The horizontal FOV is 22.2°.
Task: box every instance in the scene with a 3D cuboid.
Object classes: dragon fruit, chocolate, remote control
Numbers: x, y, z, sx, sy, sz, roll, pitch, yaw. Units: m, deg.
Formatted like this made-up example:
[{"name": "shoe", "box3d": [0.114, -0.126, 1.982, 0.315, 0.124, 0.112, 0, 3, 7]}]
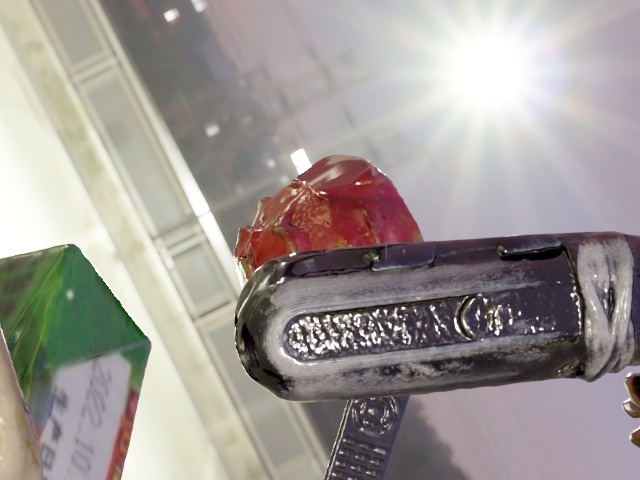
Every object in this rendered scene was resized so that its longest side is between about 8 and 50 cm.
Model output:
[{"name": "dragon fruit", "box3d": [0.000, 0.000, 1.696, 0.163, 0.189, 0.262, 14, 4, -31]}, {"name": "chocolate", "box3d": [-0.333, 0.202, 1.388, 0.161, 0.360, 0.341, 39, 50, -43]}, {"name": "remote control", "box3d": [0.083, 0.043, 0.910, 0.066, 0.266, 0.090, -91, 176, -78]}, {"name": "remote control", "box3d": [0.040, 0.187, 1.532, 0.063, 0.245, 0.025, 22, -7, -26]}]

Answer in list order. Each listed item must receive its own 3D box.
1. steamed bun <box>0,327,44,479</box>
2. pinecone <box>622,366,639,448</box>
[{"name": "steamed bun", "box3d": [-0.259, 0.111, 0.950, 0.172, 0.155, 0.141, 63, -27, 23]}, {"name": "pinecone", "box3d": [0.373, 0.102, 1.350, 0.224, 0.224, 0.272, -120, -140, -52]}]
